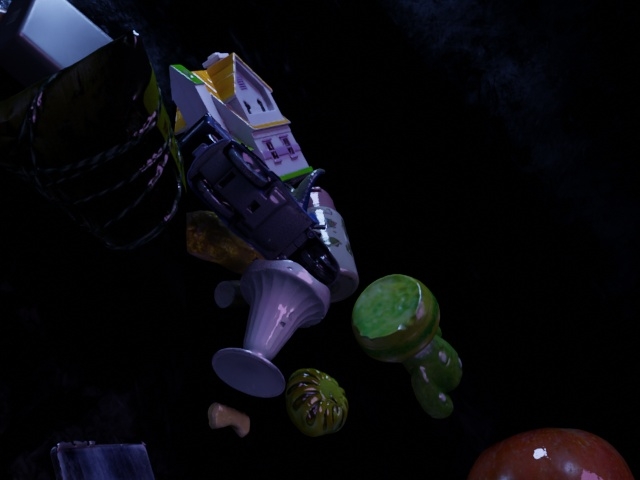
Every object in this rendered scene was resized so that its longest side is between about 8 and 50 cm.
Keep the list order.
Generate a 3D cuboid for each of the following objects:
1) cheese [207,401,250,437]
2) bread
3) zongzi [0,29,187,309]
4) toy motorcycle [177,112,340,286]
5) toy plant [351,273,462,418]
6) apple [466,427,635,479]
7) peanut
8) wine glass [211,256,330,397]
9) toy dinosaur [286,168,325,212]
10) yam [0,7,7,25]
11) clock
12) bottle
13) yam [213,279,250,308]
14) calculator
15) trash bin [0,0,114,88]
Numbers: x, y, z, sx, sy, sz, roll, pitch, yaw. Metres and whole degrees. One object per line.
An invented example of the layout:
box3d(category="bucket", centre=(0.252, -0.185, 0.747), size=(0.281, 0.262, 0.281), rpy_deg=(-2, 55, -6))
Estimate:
box3d(category="cheese", centre=(-0.143, 0.287, 1.482), size=(0.083, 0.030, 0.044), rpy_deg=(35, 54, -41))
box3d(category="bread", centre=(-0.003, 0.287, 1.662), size=(0.139, 0.071, 0.130), rpy_deg=(25, 35, -44))
box3d(category="zongzi", centre=(-0.308, -0.080, 1.442), size=(0.383, 0.319, 0.362), rpy_deg=(45, 20, -59))
box3d(category="toy motorcycle", centre=(-0.097, -0.060, 1.639), size=(0.358, 0.125, 0.212), rpy_deg=(46, 8, -18))
box3d(category="toy plant", centre=(0.204, 0.226, 1.993), size=(0.316, 0.184, 0.224), rpy_deg=(55, 27, -37))
box3d(category="apple", centre=(0.446, 0.520, 1.812), size=(0.348, 0.348, 0.277), rpy_deg=(27, 46, -42))
box3d(category="peanut", centre=(-0.178, 0.004, 1.687), size=(0.207, 0.087, 0.087), rpy_deg=(27, 38, -45))
box3d(category="wine glass", centre=(-0.083, 0.148, 1.560), size=(0.165, 0.165, 0.196), rpy_deg=(41, 48, -24))
box3d(category="toy dinosaur", centre=(-0.046, -0.016, 1.799), size=(0.188, 0.248, 0.075), rpy_deg=(52, -14, -3))
box3d(category="yam", centre=(-0.492, -0.360, 1.642), size=(0.264, 0.046, 0.046), rpy_deg=(15, 47, -50))
box3d(category="clock", centre=(-0.180, -0.226, 1.865), size=(0.309, 0.166, 0.235), rpy_deg=(63, 27, 1))
box3d(category="bottle", centre=(0.000, 0.000, 1.940), size=(0.120, 0.120, 0.253), rpy_deg=(29, 36, -40))
box3d(category="yam", centre=(-0.135, 0.096, 1.688), size=(0.132, 0.054, 0.054), rpy_deg=(2, 57, -56))
box3d(category="calculator", centre=(-0.254, 0.383, 1.204), size=(0.161, 0.021, 0.261), rpy_deg=(16, 47, -52))
box3d(category="trash bin", centre=(-0.426, -0.302, 1.581), size=(0.236, 0.101, 0.176), rpy_deg=(42, 41, -37))
